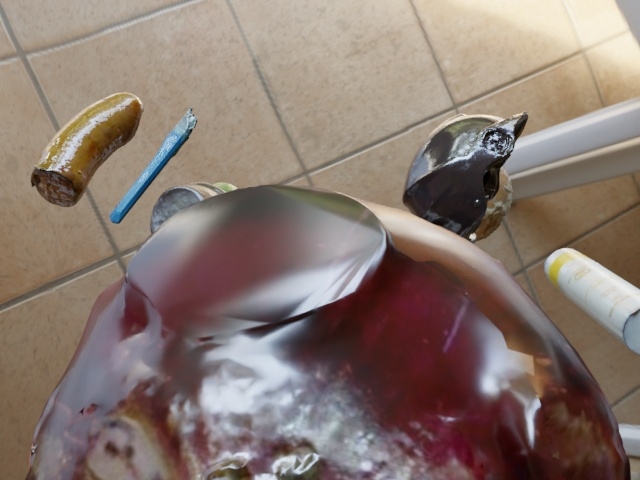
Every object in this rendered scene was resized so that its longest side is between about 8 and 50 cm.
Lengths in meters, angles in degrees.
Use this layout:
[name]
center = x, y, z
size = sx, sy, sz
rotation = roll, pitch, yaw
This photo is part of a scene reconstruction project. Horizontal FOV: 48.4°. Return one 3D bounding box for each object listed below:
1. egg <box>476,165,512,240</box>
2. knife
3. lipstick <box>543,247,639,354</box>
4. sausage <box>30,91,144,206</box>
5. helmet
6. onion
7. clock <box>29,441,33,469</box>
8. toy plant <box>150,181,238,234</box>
[egg]
center = 0.359, -0.097, 1.722
size = 0.195, 0.195, 0.233
rotation = 26, 100, -17
[knife]
center = -0.353, -0.157, 1.512
size = 0.044, 0.026, 0.296
rotation = 37, 88, 19
[lipstick]
center = 0.330, 0.063, 0.835
size = 0.059, 0.264, 0.059
rotation = 0, 102, 0
[sausage]
center = -0.414, -0.176, 1.286
size = 0.109, 0.109, 0.270
rotation = 42, 48, -14
[helmet]
center = 0.271, -0.140, 1.394
size = 0.177, 0.225, 0.305
rotation = 22, 73, 14
[onion]
center = 0.020, 0.177, 0.557
size = 0.399, 0.420, 0.398
rotation = -5, 69, 13
[clock]
center = -0.610, 0.515, 1.633
size = 0.051, 0.205, 0.205
rotation = 11, 82, -49
[toy plant]
center = -0.214, -0.021, 1.325
size = 0.176, 0.235, 0.217
rotation = 4, 78, 14
